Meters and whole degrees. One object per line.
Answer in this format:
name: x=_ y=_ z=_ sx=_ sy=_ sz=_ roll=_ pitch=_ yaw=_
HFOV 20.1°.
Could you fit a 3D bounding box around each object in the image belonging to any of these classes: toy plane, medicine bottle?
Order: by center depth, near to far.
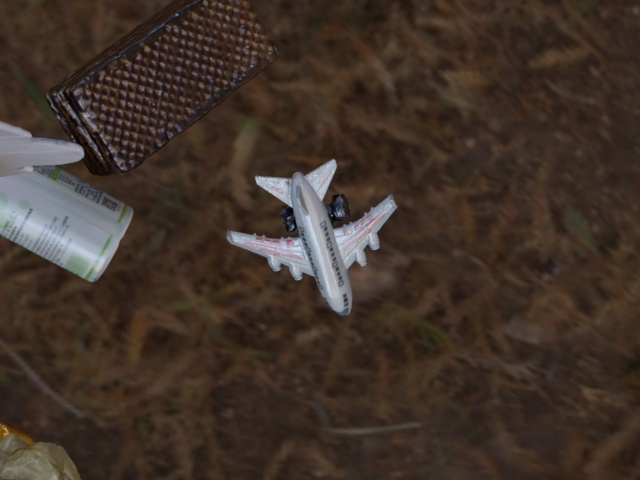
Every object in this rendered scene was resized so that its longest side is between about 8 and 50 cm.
toy plane: x=0.000 y=0.000 z=1.700 sx=0.162 sy=0.171 sz=0.065 roll=-12 pitch=42 yaw=11
medicine bottle: x=-0.281 y=-0.037 z=1.761 sx=0.183 sy=0.086 sz=0.086 roll=29 pitch=91 yaw=-9

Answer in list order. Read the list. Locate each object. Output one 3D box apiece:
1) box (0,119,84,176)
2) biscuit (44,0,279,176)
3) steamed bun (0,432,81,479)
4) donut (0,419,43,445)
box: x=-0.333 y=0.020 z=1.394 sx=0.291 sy=0.262 sz=0.206 roll=4 pitch=78 yaw=-17
biscuit: x=-0.154 y=-0.171 z=1.827 sx=0.252 sy=0.106 sz=0.070 roll=-40 pitch=21 yaw=-30
steamed bun: x=-0.300 y=0.303 z=1.832 sx=0.106 sy=0.192 sz=0.177 roll=-14 pitch=111 yaw=50
donut: x=-0.441 y=0.275 z=2.099 sx=0.278 sy=0.277 sz=0.108 roll=-10 pitch=61 yaw=22
